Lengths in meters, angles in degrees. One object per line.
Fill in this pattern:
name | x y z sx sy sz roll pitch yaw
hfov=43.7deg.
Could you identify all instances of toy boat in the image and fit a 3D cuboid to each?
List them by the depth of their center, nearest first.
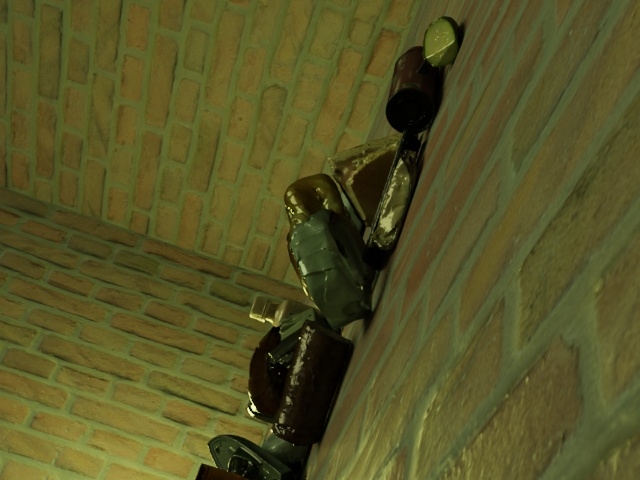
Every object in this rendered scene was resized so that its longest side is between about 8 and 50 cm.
toy boat | -0.178 0.559 1.926 0.320 0.092 0.141 22 113 45

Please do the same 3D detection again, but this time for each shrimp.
shrimp | -0.064 0.277 1.894 0.290 0.054 0.222 -35 -57 -32

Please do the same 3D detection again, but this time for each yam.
yam | -0.020 0.328 1.822 0.131 0.131 0.279 -105 32 -86

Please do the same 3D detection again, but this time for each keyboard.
keyboard | 0.159 -0.087 1.759 0.101 0.018 0.309 30 -103 -61

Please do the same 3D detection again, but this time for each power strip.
power strip | -0.068 0.267 2.238 0.251 0.092 0.257 -27 9 1

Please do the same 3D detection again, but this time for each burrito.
burrito | 0.163 -0.086 1.692 0.063 0.058 0.229 87 -156 -84

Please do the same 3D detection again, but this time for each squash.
squash | 0.276 -0.470 1.813 0.090 0.075 0.200 -60 8 34

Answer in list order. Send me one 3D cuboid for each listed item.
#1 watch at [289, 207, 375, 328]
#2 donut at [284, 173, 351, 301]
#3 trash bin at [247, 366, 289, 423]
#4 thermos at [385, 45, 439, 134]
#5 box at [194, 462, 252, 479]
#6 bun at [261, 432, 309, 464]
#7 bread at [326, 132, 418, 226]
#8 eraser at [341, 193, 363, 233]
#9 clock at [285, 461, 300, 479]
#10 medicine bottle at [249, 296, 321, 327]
watch | 0.020 0.063 1.729 0.162 0.253 0.241 -28 -2 12
donut | 0.000 0.000 2.044 0.360 0.170 0.360 165 90 -89
trash bin | -0.086 0.406 2.057 0.236 0.177 0.101 119 167 -62
thermos | 0.220 -0.383 1.870 0.330 0.110 0.136 -74 -21 -55
box | -0.092 0.441 1.182 0.070 0.237 0.152 -69 -1 -63
bun | -0.079 0.509 1.980 0.141 0.083 0.141 -33 9 6
bread | 0.158 -0.138 1.940 0.183 0.224 0.211 -108 -5 -76
eraser | 0.074 -0.007 2.528 0.189 0.104 0.289 105 -177 -66
clock | -0.115 0.627 2.074 0.253 0.083 0.186 -78 7 -73
medicine bottle | -0.088 0.239 2.424 0.114 0.252 0.114 -161 90 -88
